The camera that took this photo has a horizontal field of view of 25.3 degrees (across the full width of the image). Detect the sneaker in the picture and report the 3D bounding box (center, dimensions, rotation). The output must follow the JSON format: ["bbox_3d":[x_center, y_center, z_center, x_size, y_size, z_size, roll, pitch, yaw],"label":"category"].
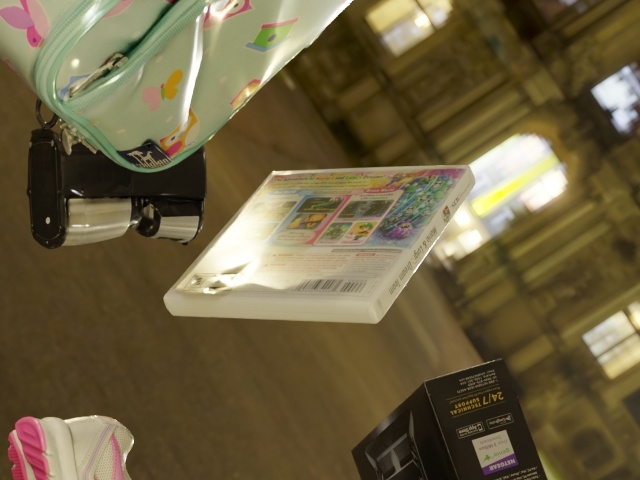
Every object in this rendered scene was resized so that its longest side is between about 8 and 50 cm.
[{"bbox_3d":[-0.195,0.268,1.269,0.103,0.111,0.252,11,-70,54],"label":"sneaker"}]

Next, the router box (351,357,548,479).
[{"bbox_3d":[0.131,0.267,1.321,0.309,0.081,0.243,120,-47,-68],"label":"router box"}]

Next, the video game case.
[{"bbox_3d":[0.000,0.000,0.892,0.143,0.157,0.019,-51,129,-41],"label":"video game case"}]

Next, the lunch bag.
[{"bbox_3d":[-0.066,-0.167,0.821,0.108,0.279,0.224,45,-1,14],"label":"lunch bag"}]

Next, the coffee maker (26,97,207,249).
[{"bbox_3d":[-0.219,-0.077,1.563,0.120,0.178,0.171,39,-55,48],"label":"coffee maker"}]
